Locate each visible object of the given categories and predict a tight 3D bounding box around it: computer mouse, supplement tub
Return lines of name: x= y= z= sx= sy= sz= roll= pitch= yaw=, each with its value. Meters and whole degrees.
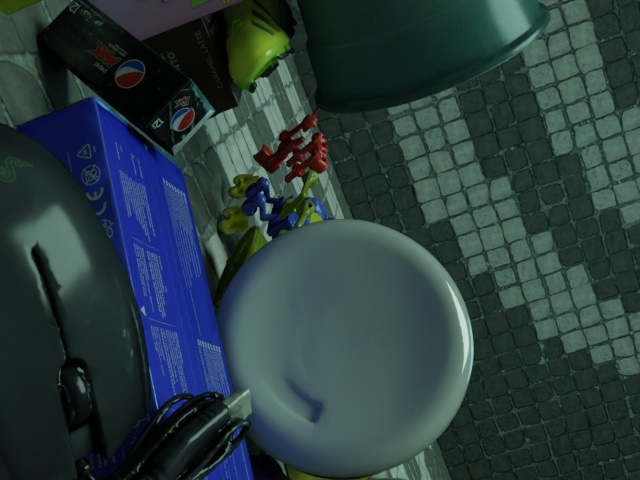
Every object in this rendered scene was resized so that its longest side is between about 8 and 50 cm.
computer mouse: x=-0.147 y=0.046 z=0.420 sx=0.188 sy=0.072 sz=0.272 roll=-32 pitch=99 yaw=-42
supplement tub: x=0.022 y=0.136 z=0.831 sx=0.331 sy=0.241 sz=0.240 roll=88 pitch=-14 yaw=-72

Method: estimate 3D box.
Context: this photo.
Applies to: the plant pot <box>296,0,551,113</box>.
plant pot: x=0.091 y=-0.394 z=1.004 sx=0.341 sy=0.341 sz=0.334 roll=-92 pitch=160 yaw=-63

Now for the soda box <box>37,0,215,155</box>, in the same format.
soda box: x=-0.174 y=-0.148 z=0.681 sx=0.169 sy=0.060 sz=0.053 roll=39 pitch=-6 yaw=27

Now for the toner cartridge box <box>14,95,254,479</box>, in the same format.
toner cartridge box: x=-0.139 y=0.078 z=0.605 sx=0.165 sy=0.075 sz=0.347 roll=50 pitch=23 yaw=-70

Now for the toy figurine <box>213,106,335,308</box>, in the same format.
toy figurine: x=0.000 y=0.000 z=1.047 sx=0.217 sy=0.191 sz=0.362 roll=43 pitch=25 yaw=-22

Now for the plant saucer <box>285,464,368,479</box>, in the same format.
plant saucer: x=0.002 y=0.217 z=1.177 sx=0.332 sy=0.081 sz=0.332 roll=54 pitch=19 yaw=-65

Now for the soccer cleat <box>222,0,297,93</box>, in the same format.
soccer cleat: x=-0.098 y=-0.284 z=1.018 sx=0.121 sy=0.093 sz=0.289 roll=44 pitch=22 yaw=-20

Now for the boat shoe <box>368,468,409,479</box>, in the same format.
boat shoe: x=0.138 y=0.455 z=1.242 sx=0.367 sy=0.157 sz=0.135 roll=-74 pitch=144 yaw=-75

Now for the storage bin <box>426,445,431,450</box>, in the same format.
storage bin: x=0.110 y=0.290 z=1.543 sx=0.260 sy=0.123 sz=0.262 roll=55 pitch=18 yaw=-62

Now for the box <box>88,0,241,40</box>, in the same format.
box: x=-0.179 y=-0.387 z=0.903 sx=0.117 sy=0.214 sz=0.242 roll=56 pitch=16 yaw=-62

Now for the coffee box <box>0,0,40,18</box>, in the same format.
coffee box: x=-0.193 y=-0.390 z=0.419 sx=0.337 sy=0.335 sz=0.338 roll=46 pitch=26 yaw=-70

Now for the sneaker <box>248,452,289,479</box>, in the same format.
sneaker: x=-0.068 y=0.250 z=0.778 sx=0.071 sy=0.068 sz=0.170 roll=58 pitch=-5 yaw=19

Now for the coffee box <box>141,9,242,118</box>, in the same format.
coffee box: x=-0.173 y=-0.268 z=1.070 sx=0.246 sy=0.098 sz=0.141 roll=-91 pitch=160 yaw=-64
